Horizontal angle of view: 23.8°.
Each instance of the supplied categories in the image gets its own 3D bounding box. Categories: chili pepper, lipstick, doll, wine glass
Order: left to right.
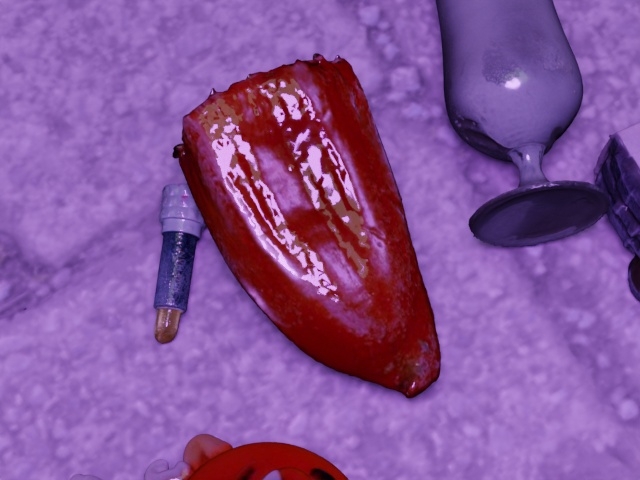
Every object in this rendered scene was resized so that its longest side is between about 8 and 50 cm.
[{"bbox_3d":[-0.105,0.018,1.107,0.037,0.037,0.116,5,73,3],"label":"lipstick"},{"bbox_3d":[-0.059,0.212,1.008,0.217,0.085,0.183,-13,68,6],"label":"doll"},{"bbox_3d":[0.000,0.000,1.069,0.136,0.144,0.252,-31,76,22],"label":"chili pepper"},{"bbox_3d":[0.139,-0.119,1.118,0.103,0.103,0.231,-9,66,-2],"label":"wine glass"}]

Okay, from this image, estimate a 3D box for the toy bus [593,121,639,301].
[{"bbox_3d":[0.324,0.057,1.047,0.138,0.097,0.342,-26,71,-10],"label":"toy bus"}]
